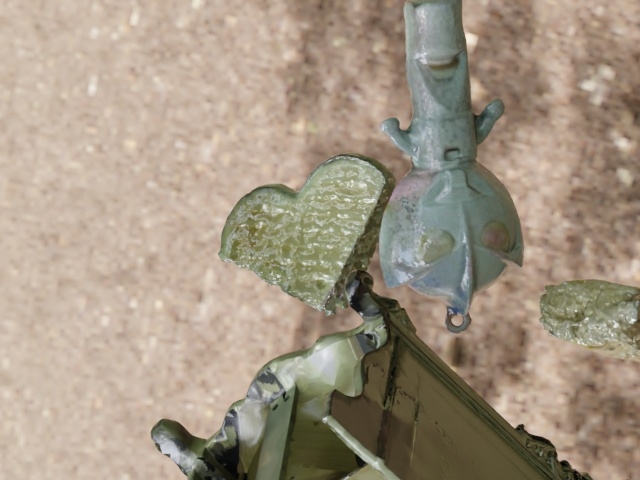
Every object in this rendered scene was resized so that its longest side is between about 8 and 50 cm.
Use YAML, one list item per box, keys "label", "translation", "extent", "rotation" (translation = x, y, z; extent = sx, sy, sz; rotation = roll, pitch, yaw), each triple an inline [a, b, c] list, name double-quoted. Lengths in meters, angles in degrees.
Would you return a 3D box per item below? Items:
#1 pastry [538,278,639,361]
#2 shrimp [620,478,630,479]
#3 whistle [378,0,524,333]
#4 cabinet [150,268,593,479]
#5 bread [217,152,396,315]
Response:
- label: "pastry"
  translation: [0.338, 0.087, 1.807]
  extent: [0.121, 0.258, 0.089]
  rotation: [20, 92, 31]
- label: "shrimp"
  translation: [0.358, 0.256, 1.557]
  extent: [0.054, 0.290, 0.222]
  rotation: [64, 175, -8]
- label: "whistle"
  translation: [0.125, -0.071, 1.632]
  extent: [0.134, 0.142, 0.346]
  rotation: [-51, -44, -72]
- label: "cabinet"
  translation: [0.035, 0.251, 1.439]
  extent: [0.290, 0.318, 0.227]
  rotation: [-39, 19, 26]
- label: "bread"
  translation: [0.000, 0.000, 1.842]
  extent: [0.232, 0.064, 0.172]
  rotation: [-24, 80, 25]
